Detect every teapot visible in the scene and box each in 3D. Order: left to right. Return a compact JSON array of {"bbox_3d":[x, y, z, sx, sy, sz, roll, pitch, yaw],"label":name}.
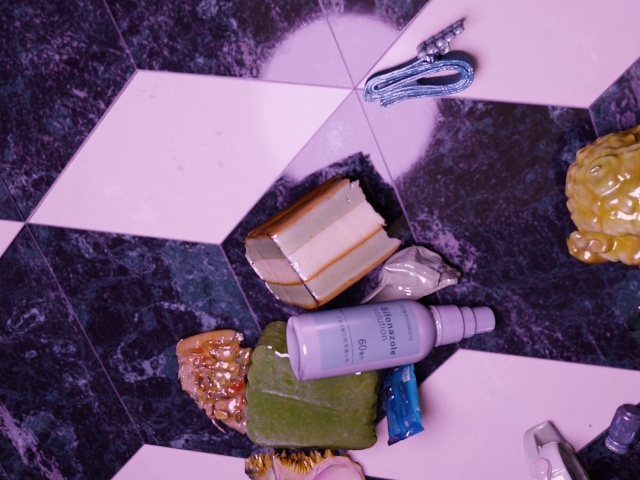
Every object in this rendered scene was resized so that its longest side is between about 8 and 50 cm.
[{"bbox_3d":[0.541,0.330,1.400,0.049,0.063,0.083,30,118,32],"label":"teapot"}]

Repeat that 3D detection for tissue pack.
[{"bbox_3d":[0.141,0.283,1.392,0.027,0.138,0.085,22,136,-34],"label":"tissue pack"}]

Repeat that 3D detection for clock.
[{"bbox_3d":[0.419,0.418,1.368,0.062,0.191,0.151,-33,102,19],"label":"clock"}]

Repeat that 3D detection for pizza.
[{"bbox_3d":[-0.199,0.269,1.484,0.147,0.069,0.226,4,110,6],"label":"pizza"}]

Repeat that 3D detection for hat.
[{"bbox_3d":[0.146,0.071,1.364,0.122,0.081,0.166,18,136,-39],"label":"hat"}]

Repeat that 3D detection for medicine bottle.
[{"bbox_3d":[0.123,0.154,1.321,0.351,0.110,0.110,-7,110,-15],"label":"medicine bottle"}]

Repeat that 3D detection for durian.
[{"bbox_3d":[-0.041,0.475,1.488,0.195,0.186,0.305,-19,127,45],"label":"durian"}]

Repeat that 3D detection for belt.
[{"bbox_3d":[0.149,-0.268,1.240,0.179,0.065,0.100,-14,116,13],"label":"belt"}]

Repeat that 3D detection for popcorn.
[{"bbox_3d":[0.486,-0.058,1.191,0.236,0.206,0.252,20,124,-13],"label":"popcorn"}]

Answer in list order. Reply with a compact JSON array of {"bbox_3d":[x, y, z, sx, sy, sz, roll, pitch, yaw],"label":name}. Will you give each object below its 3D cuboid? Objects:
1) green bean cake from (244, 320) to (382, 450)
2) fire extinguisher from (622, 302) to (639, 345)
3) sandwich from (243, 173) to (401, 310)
[{"bbox_3d":[-0.007,0.272,1.426,0.247,0.125,0.222,11,112,8],"label":"green bean cake"},{"bbox_3d":[0.637,0.220,1.317,0.294,0.118,0.093,46,145,-8],"label":"fire extinguisher"},{"bbox_3d":[0.000,-0.001,1.339,0.198,0.227,0.155,-37,100,-17],"label":"sandwich"}]
